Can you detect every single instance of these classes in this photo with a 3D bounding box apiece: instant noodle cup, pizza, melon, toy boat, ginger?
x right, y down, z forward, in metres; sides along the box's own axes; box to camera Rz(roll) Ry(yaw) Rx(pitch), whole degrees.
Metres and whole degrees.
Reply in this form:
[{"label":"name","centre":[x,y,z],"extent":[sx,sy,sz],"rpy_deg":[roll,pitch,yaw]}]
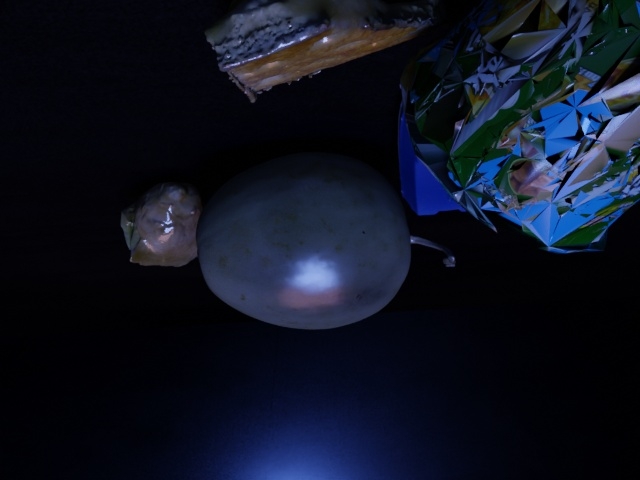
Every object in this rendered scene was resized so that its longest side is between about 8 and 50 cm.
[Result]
[{"label":"instant noodle cup","centre":[0.205,-0.129,0.444],"extent":[0.240,0.240,0.178],"rpy_deg":[3,151,-27]},{"label":"pizza","centre":[0.004,-0.187,0.476],"extent":[0.204,0.080,0.188],"rpy_deg":[-17,-174,9]},{"label":"melon","centre":[-0.015,0.000,0.809],"extent":[0.308,0.271,0.272],"rpy_deg":[8,161,-30]},{"label":"toy boat","centre":[0.157,-0.136,0.692],"extent":[0.129,0.088,0.295],"rpy_deg":[-6,154,7]},{"label":"ginger","centre":[-0.212,-0.036,0.917],"extent":[0.123,0.115,0.193],"rpy_deg":[-32,167,23]}]
